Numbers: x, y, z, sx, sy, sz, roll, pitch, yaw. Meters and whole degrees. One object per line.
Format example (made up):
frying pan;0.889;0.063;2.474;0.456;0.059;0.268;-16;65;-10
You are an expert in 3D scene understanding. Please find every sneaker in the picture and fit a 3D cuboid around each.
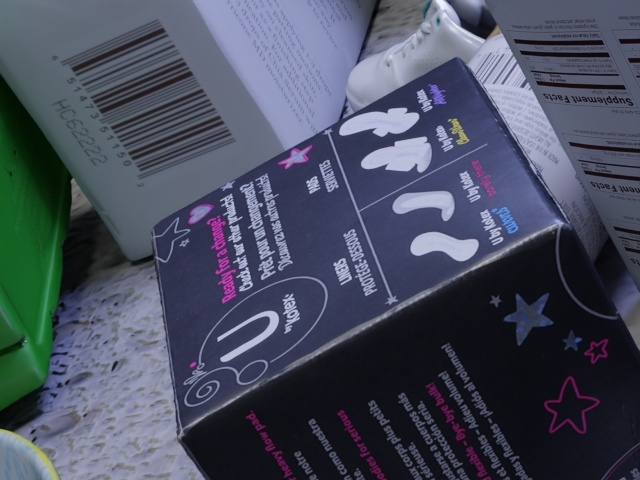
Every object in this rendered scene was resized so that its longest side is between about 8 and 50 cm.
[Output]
sneaker;0.085;-0.126;1.208;0.212;0.094;0.080;3;43;50

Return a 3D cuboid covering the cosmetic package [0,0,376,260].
cosmetic package;-0.084;-0.216;1.399;0.161;0.230;0.453;-20;27;24

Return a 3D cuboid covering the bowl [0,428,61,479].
bowl;-0.196;0.234;0.803;0.289;0.156;0.289;-25;26;13

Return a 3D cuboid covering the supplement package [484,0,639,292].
supplement package;0.220;-0.102;0.892;0.194;0.203;0.149;-45;29;-25

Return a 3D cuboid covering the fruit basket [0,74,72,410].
fruit basket;-0.364;0.010;1.279;0.392;0.283;0.392;-15;35;11

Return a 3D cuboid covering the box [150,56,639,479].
box;0.058;0.089;0.677;0.142;0.247;0.163;-28;25;4

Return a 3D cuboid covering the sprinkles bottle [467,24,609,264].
sprinkles bottle;0.091;-0.013;0.969;0.121;0.121;0.355;-8;34;40
